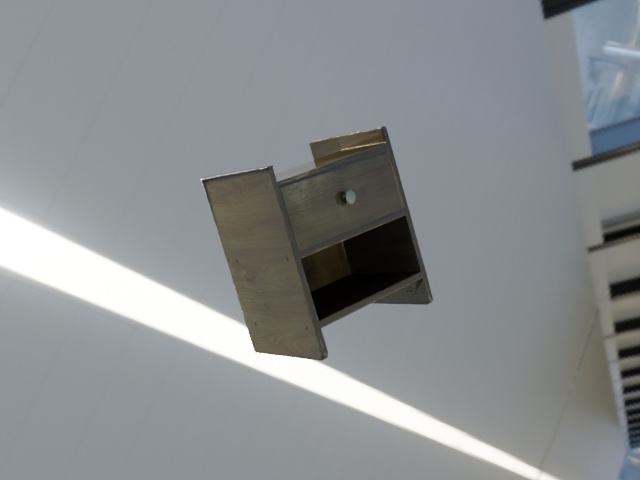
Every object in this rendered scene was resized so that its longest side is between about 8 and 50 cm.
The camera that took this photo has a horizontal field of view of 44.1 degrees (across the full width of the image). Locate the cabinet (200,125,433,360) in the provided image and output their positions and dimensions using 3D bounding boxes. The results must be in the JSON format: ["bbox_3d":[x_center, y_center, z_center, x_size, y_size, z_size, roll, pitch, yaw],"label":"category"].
[{"bbox_3d":[0.000,0.000,0.899,0.175,0.148,0.215,-23,-79,-36],"label":"cabinet"}]
